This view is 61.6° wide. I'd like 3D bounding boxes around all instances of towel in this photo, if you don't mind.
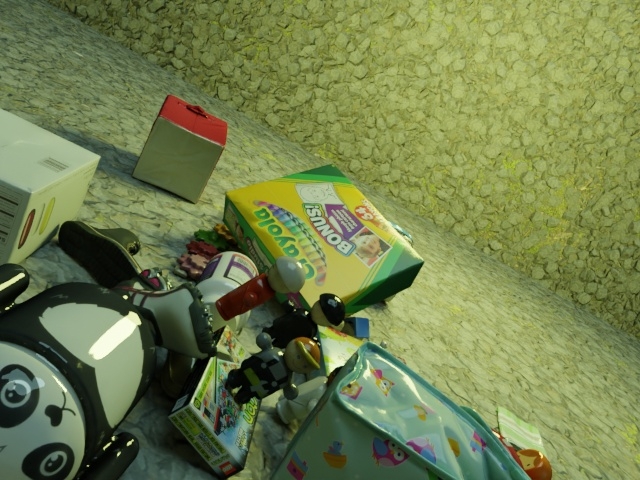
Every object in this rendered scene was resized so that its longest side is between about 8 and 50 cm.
[{"bbox_3d":[0.445,0.431,1.183,0.113,0.023,0.152,32,17,5],"label":"towel"}]

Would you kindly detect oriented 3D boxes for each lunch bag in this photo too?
[{"bbox_3d":[0.094,0.293,0.659,0.262,0.223,0.160,32,25,6],"label":"lunch bag"}]

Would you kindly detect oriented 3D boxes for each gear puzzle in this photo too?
[{"bbox_3d":[-0.208,0.026,1.210,0.175,0.044,0.339,27,18,-10],"label":"gear puzzle"}]

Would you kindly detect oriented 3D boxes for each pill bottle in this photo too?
[{"bbox_3d":[-0.173,0.101,0.953,0.108,0.108,0.193,28,18,-9],"label":"pill bottle"}]

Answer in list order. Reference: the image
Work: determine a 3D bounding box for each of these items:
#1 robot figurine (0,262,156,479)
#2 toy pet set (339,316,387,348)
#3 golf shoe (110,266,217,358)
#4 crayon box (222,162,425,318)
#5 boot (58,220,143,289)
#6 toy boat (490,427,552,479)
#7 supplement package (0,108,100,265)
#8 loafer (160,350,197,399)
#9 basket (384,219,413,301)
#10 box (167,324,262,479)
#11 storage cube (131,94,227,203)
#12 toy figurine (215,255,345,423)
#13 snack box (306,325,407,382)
[{"bbox_3d":[-0.277,0.145,0.552,0.209,0.173,0.278,24,17,1],"label":"robot figurine"},{"bbox_3d":[0.097,0.195,1.199,0.114,0.065,0.122,15,23,-41],"label":"toy pet set"},{"bbox_3d":[-0.232,0.116,0.748,0.120,0.105,0.273,-20,17,-33],"label":"golf shoe"},{"bbox_3d":[0.000,0.000,1.228,0.313,0.106,0.363,-19,56,-33],"label":"crayon box"},{"bbox_3d":[-0.345,0.025,0.955,0.198,0.077,0.137,38,14,20],"label":"boot"},{"bbox_3d":[0.258,0.346,0.759,0.151,0.151,0.231,52,-15,49],"label":"toy boat"},{"bbox_3d":[-0.521,-0.094,0.868,0.204,0.145,0.262,27,18,-10],"label":"supplement package"},{"bbox_3d":[-0.201,0.177,0.793,0.056,0.050,0.148,22,19,-24],"label":"loafer"},{"bbox_3d":[0.143,0.017,1.539,0.255,0.201,0.289,20,30,-27],"label":"basket"},{"bbox_3d":[-0.133,0.214,0.748,0.114,0.036,0.207,55,13,-14],"label":"box"},{"bbox_3d":[-0.371,-0.248,1.438,0.184,0.215,0.193,24,24,-20],"label":"storage cube"},{"bbox_3d":[-0.040,0.152,0.814,0.213,0.148,0.209,50,16,-46],"label":"toy figurine"},{"bbox_3d":[0.076,0.256,0.990,0.207,0.070,0.174,25,18,-14],"label":"snack box"}]
